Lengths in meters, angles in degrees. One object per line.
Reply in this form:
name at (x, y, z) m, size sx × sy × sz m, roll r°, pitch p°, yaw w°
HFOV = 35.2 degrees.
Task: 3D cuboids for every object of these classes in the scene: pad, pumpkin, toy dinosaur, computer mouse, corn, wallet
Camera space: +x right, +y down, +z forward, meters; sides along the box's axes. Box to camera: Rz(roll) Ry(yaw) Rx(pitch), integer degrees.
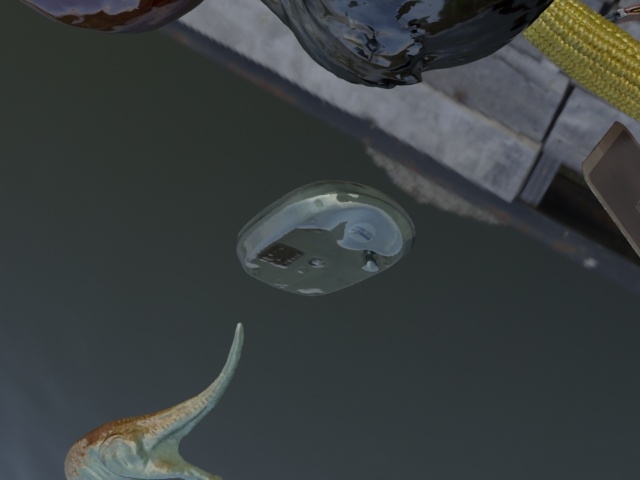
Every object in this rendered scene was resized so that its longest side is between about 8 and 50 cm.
pad at (0.385, -0.049, 1.204) m, size 0.002 × 0.266 × 0.176 m, roll -36°, pitch 91°, yaw 32°
pumpkin at (0.062, -0.371, 1.002) m, size 0.454 × 0.344 × 0.454 m, roll 49°, pitch 174°, yaw 7°
toy dinosaur at (-0.200, 0.267, 1.265) m, size 0.205 × 0.092 × 0.393 m, roll 27°, pitch 116°, yaw -14°
computer mouse at (0.001, -0.006, 1.460) m, size 0.197 × 0.095 × 0.331 m, roll 28°, pitch 152°, yaw -21°
corn at (0.384, -0.249, 1.373) m, size 0.244 × 0.093 × 0.093 m, roll 32°, pitch 141°, yaw -5°
wallet at (0.467, -0.336, 1.483) m, size 0.103 × 0.196 × 0.020 m, roll -13°, pitch 96°, yaw 6°

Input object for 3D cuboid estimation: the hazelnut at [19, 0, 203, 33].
hazelnut at (-0.307, -0.479, 1.347) m, size 0.429 × 0.402 × 0.402 m, roll 42°, pitch 141°, yaw 10°
